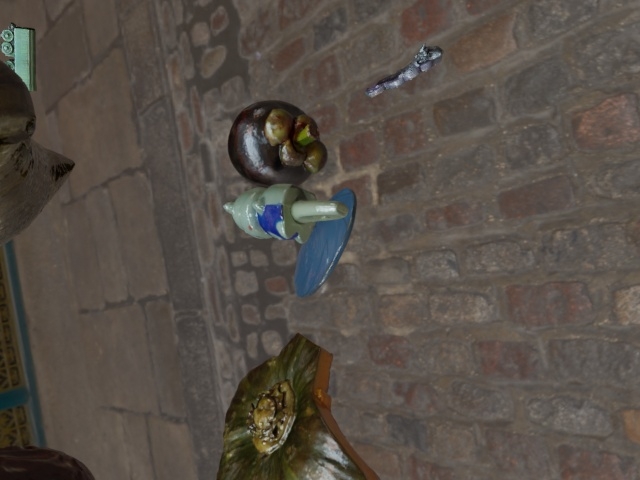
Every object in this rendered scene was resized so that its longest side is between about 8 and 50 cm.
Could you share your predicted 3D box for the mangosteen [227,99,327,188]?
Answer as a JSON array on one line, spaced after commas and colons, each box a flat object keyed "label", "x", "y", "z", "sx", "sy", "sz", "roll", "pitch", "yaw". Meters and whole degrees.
[{"label": "mangosteen", "x": -0.107, "y": -0.274, "z": 1.681, "sx": 0.302, "sy": 0.274, "sz": 0.275, "roll": -6, "pitch": 94, "yaw": 52}]

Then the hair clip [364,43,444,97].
[{"label": "hair clip", "x": 0.176, "y": -0.369, "z": 1.302, "sx": 0.195, "sy": 0.124, "sz": 0.052, "roll": -23, "pitch": 104, "yaw": 32}]

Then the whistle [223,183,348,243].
[{"label": "whistle", "x": -0.061, "y": -0.044, "z": 0.984, "sx": 0.244, "sy": 0.110, "sz": 0.092, "roll": 2, "pitch": 78, "yaw": 38}]

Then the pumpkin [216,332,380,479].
[{"label": "pumpkin", "x": -0.047, "y": 0.263, "z": 0.834, "sx": 0.290, "sy": 0.095, "sz": 0.258, "roll": -36, "pitch": 37, "yaw": 33}]

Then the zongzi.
[{"label": "zongzi", "x": -0.295, "y": -0.088, "z": 0.556, "sx": 0.134, "sy": 0.288, "sz": 0.286, "roll": 50, "pitch": 127, "yaw": -4}]

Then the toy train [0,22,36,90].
[{"label": "toy train", "x": -0.666, "y": -0.403, "z": 1.318, "sx": 0.038, "sy": 0.070, "sz": 0.148, "roll": -123, "pitch": 37, "yaw": -74}]

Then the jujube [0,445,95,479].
[{"label": "jujube", "x": -0.491, "y": 0.431, "z": 0.868, "sx": 0.258, "sy": 0.376, "sz": 0.259, "roll": -6, "pitch": 76, "yaw": 23}]

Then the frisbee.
[{"label": "frisbee", "x": -0.004, "y": -0.002, "z": 1.426, "sx": 0.290, "sy": 0.049, "sz": 0.290, "roll": -56, "pitch": 18, "yaw": 29}]
